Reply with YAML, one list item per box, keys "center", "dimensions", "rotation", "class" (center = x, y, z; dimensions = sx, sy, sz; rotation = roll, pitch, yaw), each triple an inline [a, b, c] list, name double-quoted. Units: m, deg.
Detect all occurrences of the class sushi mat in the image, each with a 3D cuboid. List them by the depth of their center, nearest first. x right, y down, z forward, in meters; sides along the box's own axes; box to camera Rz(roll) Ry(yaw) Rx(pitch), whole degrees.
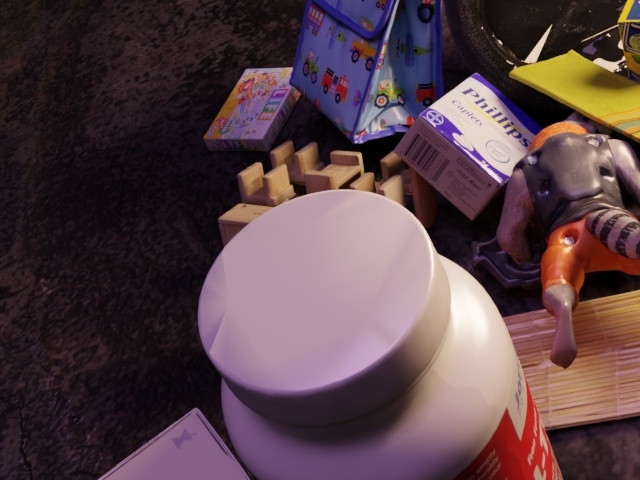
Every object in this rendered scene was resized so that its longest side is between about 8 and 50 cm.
- center: [0.228, 0.131, 1.145]
  dimensions: [0.317, 0.019, 0.151]
  rotation: [-13, 42, 16]
  class: "sushi mat"

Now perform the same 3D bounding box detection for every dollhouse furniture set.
- center: [0.000, 0.000, 1.346]
  dimensions: [0.212, 0.161, 0.242]
  rotation: [7, 30, 33]
  class: "dollhouse furniture set"

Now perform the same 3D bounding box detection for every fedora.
- center: [0.300, -0.314, 1.422]
  dimensions: [0.334, 0.334, 0.152]
  rotation: [-34, 11, -8]
  class: "fedora"

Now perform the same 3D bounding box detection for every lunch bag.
- center: [0.073, -0.301, 1.429]
  dimensions: [0.138, 0.293, 0.221]
  rotation: [-5, 28, -23]
  class: "lunch bag"

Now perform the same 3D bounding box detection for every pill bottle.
- center: [0.059, 0.151, 0.909]
  dimensions: [0.229, 0.407, 0.229]
  rotation: [-12, 49, 14]
  class: "pill bottle"

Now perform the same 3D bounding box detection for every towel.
- center: [0.324, -0.159, 1.240]
  dimensions: [0.102, 0.021, 0.237]
  rotation: [-16, 35, -28]
  class: "towel"

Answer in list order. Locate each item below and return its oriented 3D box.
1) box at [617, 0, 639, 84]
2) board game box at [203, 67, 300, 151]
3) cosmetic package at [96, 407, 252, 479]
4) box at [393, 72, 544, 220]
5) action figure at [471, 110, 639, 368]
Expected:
- center: [0.388, -0.202, 1.285]
  dimensions: [0.054, 0.169, 0.059]
  rotation: [6, 50, 32]
  class: "box"
- center: [-0.093, -0.193, 1.638]
  dimensions: [0.103, 0.026, 0.154]
  rotation: [3, 50, 30]
  class: "board game box"
- center: [-0.048, 0.296, 0.904]
  dimensions: [0.113, 0.309, 0.160]
  rotation: [-36, 41, -8]
  class: "cosmetic package"
- center: [0.179, -0.112, 1.307]
  dimensions: [0.126, 0.072, 0.137]
  rotation: [42, 46, 9]
  class: "box"
- center: [0.322, -0.034, 1.141]
  dimensions: [0.341, 0.178, 0.330]
  rotation: [-20, 37, 2]
  class: "action figure"
